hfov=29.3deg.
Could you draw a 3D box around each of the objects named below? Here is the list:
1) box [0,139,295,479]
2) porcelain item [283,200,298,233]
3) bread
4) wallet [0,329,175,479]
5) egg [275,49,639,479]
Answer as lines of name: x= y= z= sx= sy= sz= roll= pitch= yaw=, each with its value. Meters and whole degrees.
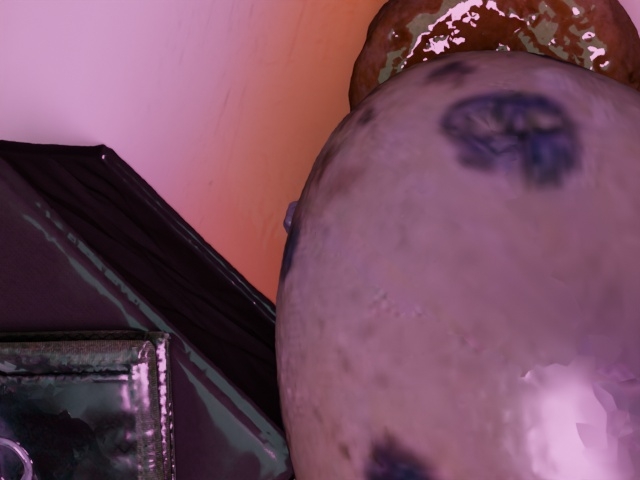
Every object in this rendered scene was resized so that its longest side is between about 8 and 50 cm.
box: x=-0.164 y=0.104 z=0.958 sx=0.345 sy=0.251 sz=0.204 roll=43 pitch=100 yaw=7
porcelain item: x=0.000 y=0.000 z=1.034 sx=0.036 sy=0.028 sz=0.083 roll=-39 pitch=83 yaw=-6
bread: x=0.140 y=-0.115 z=0.953 sx=0.230 sy=0.123 sz=0.230 roll=0 pitch=92 yaw=9
wallet: x=-0.213 y=0.140 z=0.819 sx=0.236 sy=0.055 sz=0.160 roll=-1 pitch=98 yaw=12
egg: x=0.144 y=0.086 z=0.755 sx=0.345 sy=0.345 sz=0.428 roll=-22 pitch=90 yaw=12
